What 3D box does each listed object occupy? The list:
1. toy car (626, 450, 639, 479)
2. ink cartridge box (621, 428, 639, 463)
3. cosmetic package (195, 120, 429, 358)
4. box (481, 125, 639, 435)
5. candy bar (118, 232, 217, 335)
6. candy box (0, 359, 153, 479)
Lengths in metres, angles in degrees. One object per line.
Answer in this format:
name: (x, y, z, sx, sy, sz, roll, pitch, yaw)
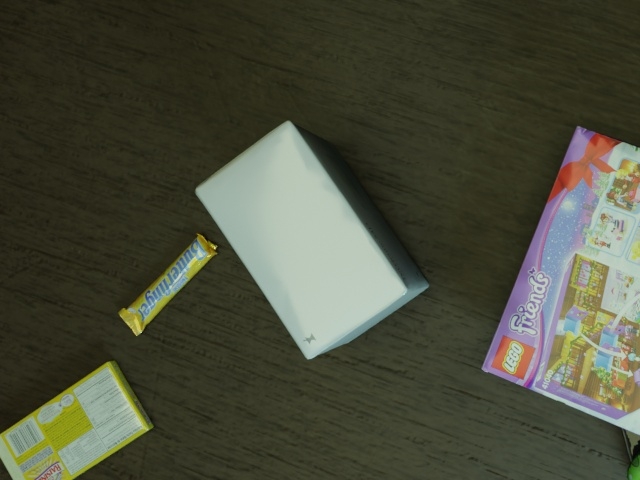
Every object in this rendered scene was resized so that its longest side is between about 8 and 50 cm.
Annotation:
toy car: (0.440, 0.300, 1.115, 0.225, 0.053, 0.239, 27, 111, -2)
ink cartridge box: (0.421, 0.165, 1.167, 0.176, 0.069, 0.371, -15, 89, 13)
cosmetic package: (0.000, 0.000, 1.180, 0.138, 0.224, 0.224, -36, 83, 11)
box: (0.324, 0.044, 1.128, 0.201, 0.057, 0.293, 22, 96, 14)
candy bar: (-0.196, 0.054, 1.331, 0.161, 0.018, 0.040, -45, 81, 10)
candy box: (-0.329, 0.255, 1.356, 0.206, 0.027, 0.105, -33, 85, 11)
